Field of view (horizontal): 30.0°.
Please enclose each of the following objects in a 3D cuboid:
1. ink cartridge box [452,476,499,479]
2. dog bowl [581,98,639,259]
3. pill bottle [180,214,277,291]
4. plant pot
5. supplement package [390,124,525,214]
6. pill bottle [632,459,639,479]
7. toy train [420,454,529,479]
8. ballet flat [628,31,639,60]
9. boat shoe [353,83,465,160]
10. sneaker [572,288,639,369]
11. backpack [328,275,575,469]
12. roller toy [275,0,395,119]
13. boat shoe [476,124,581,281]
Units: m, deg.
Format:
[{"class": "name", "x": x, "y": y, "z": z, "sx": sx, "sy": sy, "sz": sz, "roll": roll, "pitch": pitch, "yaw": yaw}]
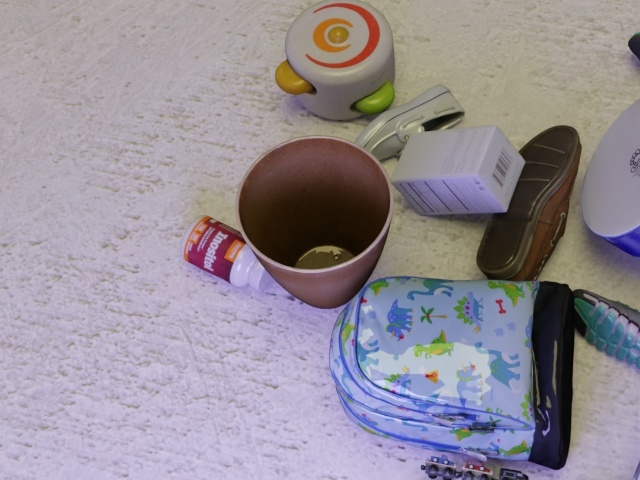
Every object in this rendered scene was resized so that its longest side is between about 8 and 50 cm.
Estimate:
[{"class": "ink cartridge box", "x": 0.212, "y": 0.406, "z": 1.752, "sx": 0.181, "sy": 0.062, "sz": 0.104, "roll": -18, "pitch": 60, "yaw": -5}, {"class": "dog bowl", "x": 0.535, "y": -0.102, "z": 1.880, "sx": 0.104, "sy": 0.265, "sz": 0.265, "roll": 26, "pitch": 61, "yaw": -21}, {"class": "pill bottle", "x": -0.149, "y": 0.024, "z": 1.980, "sx": 0.152, "sy": 0.086, "sz": 0.086, "roll": 25, "pitch": 67, "yaw": 18}, {"class": "plant pot", "x": 0.000, "y": 0.000, "z": 1.883, "sx": 0.237, "sy": 0.254, "sz": 0.237, "roll": -2, "pitch": 62, "yaw": 4}, {"class": "supplement package", "x": 0.225, "y": -0.113, "z": 1.966, "sx": 0.179, "sy": 0.105, "sz": 0.105, "roll": -1, "pitch": 56, "yaw": 43}, {"class": "pill bottle", "x": 0.552, "y": 0.300, "z": 1.709, "sx": 0.161, "sy": 0.161, "sz": 0.283, "roll": 22, "pitch": 72, "yaw": 16}, {"class": "toy train", "x": 0.225, "y": 0.338, "z": 1.739, "sx": 0.158, "sy": 0.027, "sz": 0.036, "roll": 8, "pitch": 55, "yaw": 12}, {"class": "ballet flat", "x": 0.665, "y": -0.286, "z": 2.075, "sx": 0.280, "sy": 0.095, "sz": 0.096, "roll": 16, "pitch": 76, "yaw": 13}, {"class": "boat shoe", "x": 0.154, "y": -0.191, "z": 2.070, "sx": 0.226, "sy": 0.083, "sz": 0.076, "roll": -37, "pitch": 63, "yaw": -15}, {"class": "sneaker", "x": 0.495, "y": 0.139, "z": 1.877, "sx": 0.223, "sy": 0.083, "sz": 0.098, "roll": 37, "pitch": 51, "yaw": 16}, {"class": "backpack", "x": 0.190, "y": 0.180, "z": 1.793, "sx": 0.355, "sy": 0.273, "sz": 0.290, "roll": 1, "pitch": 68, "yaw": 20}, {"class": "roller toy", "x": 0.033, "y": -0.326, "z": 2.120, "sx": 0.209, "sy": 0.146, "sz": 0.191, "roll": 5, "pitch": 62, "yaw": 8}, {"class": "boat shoe", "x": 0.350, "y": -0.046, "z": 1.966, "sx": 0.110, "sy": 0.104, "sz": 0.307, "roll": 13, "pitch": 64, "yaw": 43}]
